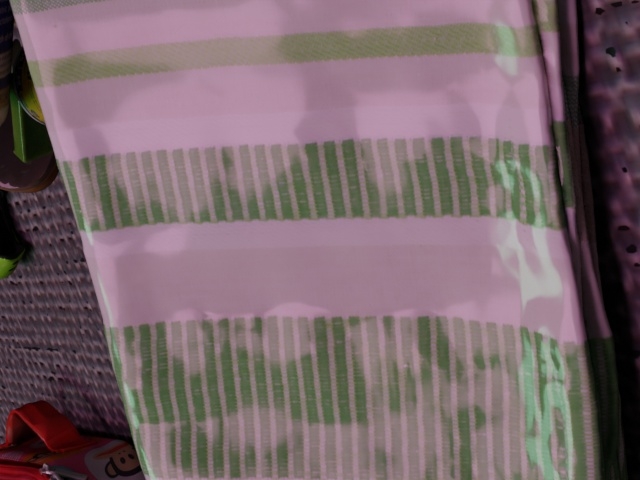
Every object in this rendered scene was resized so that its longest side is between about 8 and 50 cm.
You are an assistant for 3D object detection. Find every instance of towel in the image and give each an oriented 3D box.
[{"bbox_3d":[0.000,0.000,0.630,0.247,0.038,0.325,-2,113,23],"label":"towel"}]

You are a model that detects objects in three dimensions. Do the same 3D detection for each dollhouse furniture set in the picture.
[{"bbox_3d":[-0.221,-0.121,1.011,0.151,0.076,0.059,42,144,36],"label":"dollhouse furniture set"}]

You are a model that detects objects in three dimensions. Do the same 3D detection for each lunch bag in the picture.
[{"bbox_3d":[-0.211,0.264,1.280,0.293,0.120,0.258,-13,96,61],"label":"lunch bag"}]

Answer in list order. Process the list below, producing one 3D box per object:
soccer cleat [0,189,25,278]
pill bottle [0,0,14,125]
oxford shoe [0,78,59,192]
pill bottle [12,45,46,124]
[{"bbox_3d":[-0.304,-0.051,1.245,0.072,0.060,0.179,-29,93,53],"label":"soccer cleat"},{"bbox_3d":[-0.253,-0.198,0.867,0.153,0.153,0.265,28,116,49],"label":"pill bottle"},{"bbox_3d":[-0.252,-0.084,1.128,0.212,0.076,0.076,34,170,42],"label":"oxford shoe"},{"bbox_3d":[-0.137,-0.099,0.895,0.116,0.065,0.065,8,119,58],"label":"pill bottle"}]
